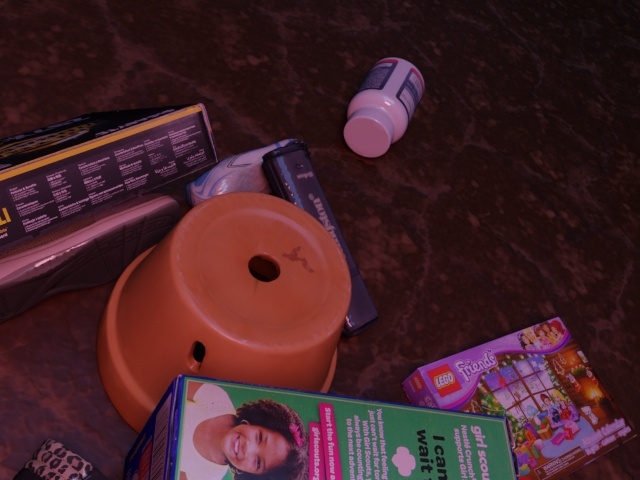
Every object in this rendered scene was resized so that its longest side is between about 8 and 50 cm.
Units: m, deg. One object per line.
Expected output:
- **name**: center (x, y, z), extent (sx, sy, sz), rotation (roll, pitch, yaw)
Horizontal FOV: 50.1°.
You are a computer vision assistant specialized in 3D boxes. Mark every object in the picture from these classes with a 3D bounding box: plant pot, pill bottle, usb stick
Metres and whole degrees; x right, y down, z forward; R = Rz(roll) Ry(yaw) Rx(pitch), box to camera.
- **plant pot**: center (-0.095, 0.081, 0.785), extent (0.291, 0.203, 0.291), rotation (13, 51, -17)
- **pill bottle**: center (0.106, -0.227, 1.180), extent (0.108, 0.108, 0.180), rotation (31, 48, -2)
- **usb stick**: center (0.000, 0.000, 0.946), extent (0.077, 0.045, 0.278), rotation (-22, 86, -38)

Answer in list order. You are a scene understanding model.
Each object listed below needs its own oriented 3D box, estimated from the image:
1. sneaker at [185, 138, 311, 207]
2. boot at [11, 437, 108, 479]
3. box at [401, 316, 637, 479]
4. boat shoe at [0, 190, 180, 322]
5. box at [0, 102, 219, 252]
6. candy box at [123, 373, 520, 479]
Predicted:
- **sneaker**: center (-0.098, -0.100, 1.006), extent (0.086, 0.085, 0.237), rotation (19, 31, 31)
- **boot**: center (-0.229, 0.292, 0.590), extent (0.236, 0.085, 0.178), rotation (25, 52, 24)
- **box**: center (0.279, 0.236, 0.952), extent (0.293, 0.057, 0.201), rotation (-12, 62, -33)
- **boat shoe**: center (-0.315, 0.005, 0.794), extent (0.320, 0.118, 0.103), rotation (-27, 70, -29)
- **box**: center (-0.319, -0.072, 0.763), extent (0.322, 0.257, 0.079), rotation (-30, 115, -40)
- **candy box**: center (-0.015, 0.243, 0.659), extent (0.317, 0.268, 0.122), rotation (10, 56, -19)
